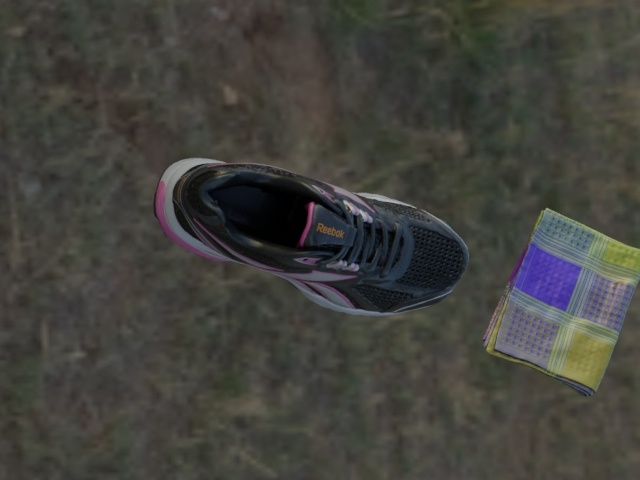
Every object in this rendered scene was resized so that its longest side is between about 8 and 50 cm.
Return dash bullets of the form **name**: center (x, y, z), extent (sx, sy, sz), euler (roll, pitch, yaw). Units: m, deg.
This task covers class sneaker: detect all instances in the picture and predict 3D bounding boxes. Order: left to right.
- **sneaker**: center (0.000, 0.000, 0.925), extent (0.178, 0.077, 0.072), euler (10, 86, -16)

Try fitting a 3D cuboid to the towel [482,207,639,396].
- **towel**: center (0.119, 0.030, 0.820), extent (0.009, 0.060, 0.083), euler (106, 9, -70)
